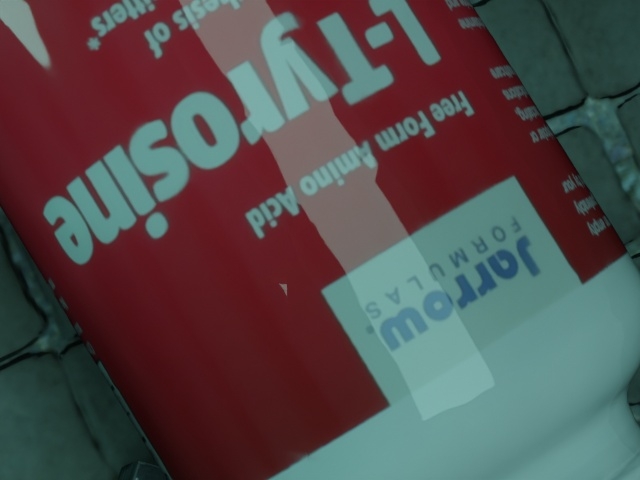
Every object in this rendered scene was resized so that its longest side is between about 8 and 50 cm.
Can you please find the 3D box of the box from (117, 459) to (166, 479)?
[{"bbox_3d":[-0.012,0.228,0.874,0.231,0.056,0.183,17,75,-10],"label":"box"}]

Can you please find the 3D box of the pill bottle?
[{"bbox_3d":[0.000,0.000,0.791,0.229,0.229,0.408,-31,86,-17],"label":"pill bottle"}]
